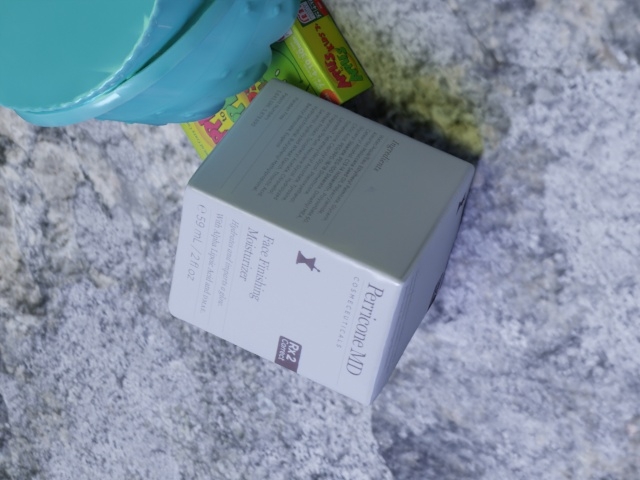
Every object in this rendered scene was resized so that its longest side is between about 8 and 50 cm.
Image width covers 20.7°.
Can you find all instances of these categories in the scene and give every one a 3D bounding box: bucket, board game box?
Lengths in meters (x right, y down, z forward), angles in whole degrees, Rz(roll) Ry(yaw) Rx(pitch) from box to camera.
[{"bbox_3d":[-0.167,-0.216,1.344,0.281,0.183,0.281,3,97,29],"label":"bucket"},{"bbox_3d":[-0.047,-0.125,1.458,0.181,0.043,0.092,-30,93,47],"label":"board game box"}]

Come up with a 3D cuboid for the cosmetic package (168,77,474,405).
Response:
[{"bbox_3d":[0.000,0.000,1.376,0.184,0.151,0.151,24,137,12],"label":"cosmetic package"}]
